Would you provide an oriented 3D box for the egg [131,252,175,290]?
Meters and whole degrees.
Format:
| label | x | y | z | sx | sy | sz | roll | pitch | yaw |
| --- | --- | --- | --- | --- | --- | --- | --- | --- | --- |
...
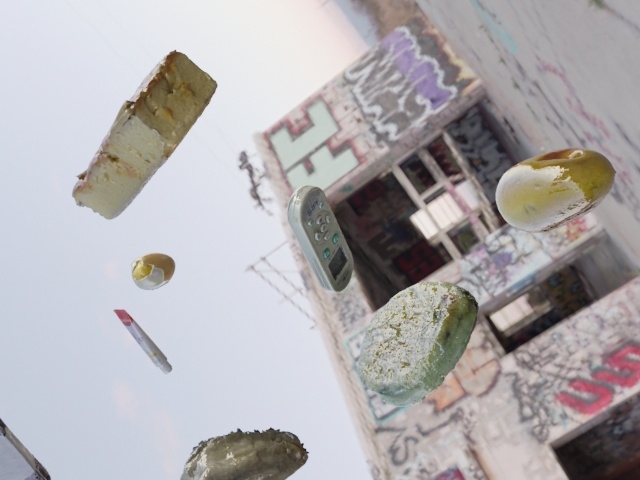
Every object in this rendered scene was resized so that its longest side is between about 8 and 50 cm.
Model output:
| label | x | y | z | sx | sy | sz | roll | pitch | yaw |
| --- | --- | --- | --- | --- | --- | --- | --- | --- | --- |
| egg | -0.313 | 0.056 | 1.512 | 0.071 | 0.083 | 0.071 | 161 | 90 | -83 |

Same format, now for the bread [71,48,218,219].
| label | x | y | z | sx | sy | sz | roll | pitch | yaw |
| --- | --- | --- | --- | --- | --- | --- | --- | --- | --- |
| bread | -0.300 | -0.170 | 1.338 | 0.114 | 0.274 | 0.185 | 37 | -132 | -13 |

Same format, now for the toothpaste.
| label | x | y | z | sx | sy | sz | roll | pitch | yaw |
| --- | --- | --- | --- | --- | --- | --- | --- | --- | --- |
| toothpaste | -0.388 | 0.222 | 1.770 | 0.031 | 0.048 | 0.190 | -52 | -59 | -34 |

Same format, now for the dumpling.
| label | x | y | z | sx | sy | sz | roll | pitch | yaw |
| --- | --- | --- | --- | --- | --- | --- | --- | --- | --- |
| dumpling | -0.186 | 0.471 | 1.588 | 0.166 | 0.332 | 0.086 | 55 | 166 | -7 |

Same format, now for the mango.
| label | x | y | z | sx | sy | sz | roll | pitch | yaw |
| --- | --- | --- | --- | --- | --- | --- | --- | --- | --- |
| mango | 0.554 | -0.118 | 1.873 | 0.365 | 0.252 | 0.182 | 165 | 87 | -78 |

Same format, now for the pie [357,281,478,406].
| label | x | y | z | sx | sy | sz | roll | pitch | yaw |
| --- | --- | --- | --- | --- | --- | --- | --- | --- | --- |
| pie | 0.177 | 0.190 | 1.510 | 0.078 | 0.277 | 0.277 | 41 | -162 | -20 |

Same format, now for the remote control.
| label | x | y | z | sx | sy | sz | roll | pitch | yaw |
| --- | --- | --- | --- | --- | --- | --- | --- | --- | --- |
| remote control | 0.000 | 0.000 | 1.293 | 0.078 | 0.042 | 0.221 | -59 | -36 | -30 |

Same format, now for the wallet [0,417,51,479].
| label | x | y | z | sx | sy | sz | roll | pitch | yaw |
| --- | --- | --- | --- | --- | --- | --- | --- | --- | --- |
| wallet | -0.535 | 0.308 | 1.113 | 0.071 | 0.262 | 0.221 | -96 | -5 | -45 |
